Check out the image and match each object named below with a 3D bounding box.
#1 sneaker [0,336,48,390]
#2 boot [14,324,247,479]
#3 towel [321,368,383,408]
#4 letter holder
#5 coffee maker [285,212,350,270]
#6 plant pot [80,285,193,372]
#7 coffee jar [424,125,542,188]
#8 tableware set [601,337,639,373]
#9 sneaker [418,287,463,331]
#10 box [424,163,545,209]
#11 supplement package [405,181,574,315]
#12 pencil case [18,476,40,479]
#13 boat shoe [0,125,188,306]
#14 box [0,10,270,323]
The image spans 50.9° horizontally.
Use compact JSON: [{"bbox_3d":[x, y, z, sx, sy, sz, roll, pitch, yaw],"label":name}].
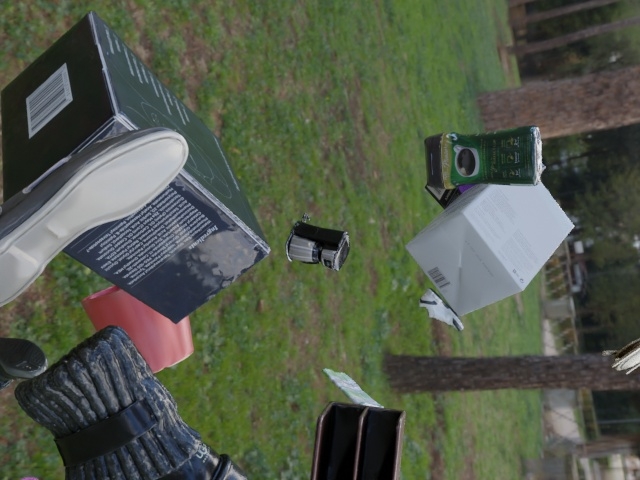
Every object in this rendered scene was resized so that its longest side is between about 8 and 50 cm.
[{"bbox_3d":[-0.684,0.285,1.495,0.087,0.227,0.130,-62,150,-47],"label":"sneaker"},{"bbox_3d":[-0.287,0.278,0.811,0.260,0.348,0.131,49,14,-12],"label":"boot"},{"bbox_3d":[0.081,0.373,1.679,0.023,0.152,0.113,-54,144,3],"label":"towel"},{"bbox_3d":[0.060,0.461,1.205,0.214,0.151,0.302,33,62,-79],"label":"letter holder"},{"bbox_3d":[0.000,0.000,2.128,0.120,0.178,0.171,49,55,-67],"label":"coffee maker"},{"bbox_3d":[-0.478,0.225,1.831,0.275,0.274,0.243,-32,104,-67],"label":"plant pot"},{"bbox_3d":[0.262,-0.134,1.098,0.079,0.184,0.096,-30,117,-63],"label":"coffee jar"},{"bbox_3d":[0.619,0.171,1.244,0.128,0.194,0.039,24,29,-51],"label":"tableware set"},{"bbox_3d":[0.240,0.144,1.340,0.109,0.044,0.040,44,7,-3],"label":"sneaker"},{"bbox_3d":[0.445,-0.171,1.819,0.270,0.165,0.143,-10,50,-37],"label":"box"},{"bbox_3d":[0.367,-0.009,1.459,0.262,0.198,0.199,-39,92,-37],"label":"supplement package"},{"bbox_3d":[-0.642,0.587,1.442,0.098,0.209,0.095,35,44,-7],"label":"pencil case"},{"bbox_3d":[-0.326,-0.052,0.850,0.095,0.335,0.112,45,-11,32],"label":"boat shoe"},{"bbox_3d":[-0.409,-0.156,1.475,0.472,0.297,0.480,43,12,-43],"label":"box"}]
